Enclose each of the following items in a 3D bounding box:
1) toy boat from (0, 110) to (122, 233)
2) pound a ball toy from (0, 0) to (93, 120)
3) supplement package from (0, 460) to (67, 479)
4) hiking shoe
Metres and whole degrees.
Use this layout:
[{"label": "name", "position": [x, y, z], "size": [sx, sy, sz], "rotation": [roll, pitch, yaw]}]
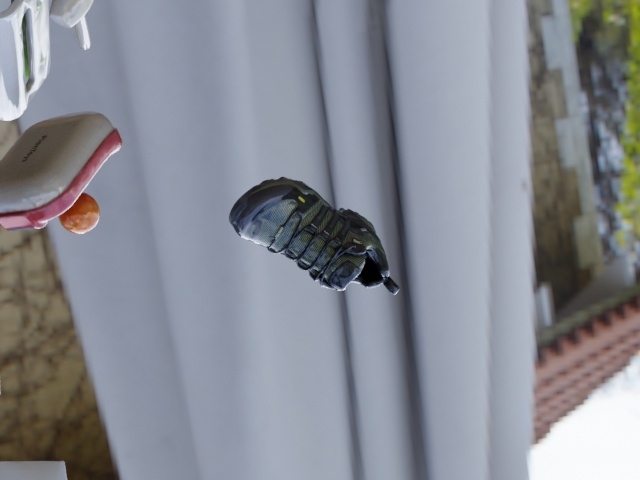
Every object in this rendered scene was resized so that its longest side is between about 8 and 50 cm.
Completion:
[{"label": "toy boat", "position": [-0.359, -0.076, 2.112], "size": [0.151, 0.151, 0.231], "rotation": [-4, -142, 31]}, {"label": "pound a ball toy", "position": [-0.416, -0.268, 2.020], "size": [0.208, 0.136, 0.319], "rotation": [28, 155, 3]}, {"label": "supplement package", "position": [-0.441, 0.432, 1.960], "size": [0.175, 0.178, 0.293], "rotation": [4, 142, -26]}, {"label": "hiking shoe", "position": [0.000, 0.000, 1.725], "size": [0.227, 0.086, 0.114], "rotation": [15, -155, -40]}]
